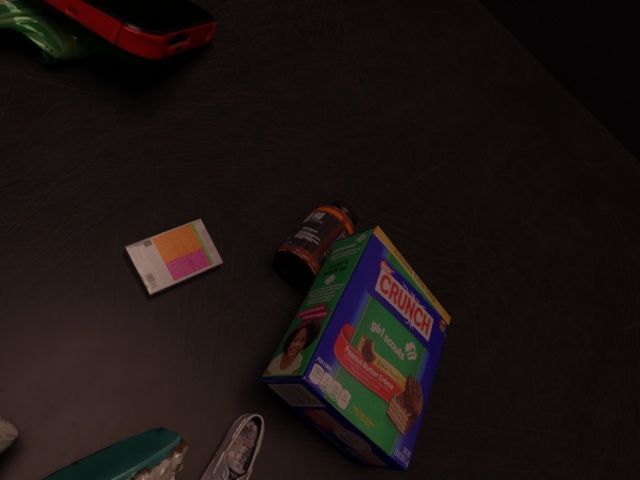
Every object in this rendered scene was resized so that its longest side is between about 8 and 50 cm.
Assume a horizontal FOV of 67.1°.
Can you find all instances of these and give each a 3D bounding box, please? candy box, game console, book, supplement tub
[{"bbox_3d":[0.084,0.183,0.845,0.268,0.122,0.317,48,48,-23],"label":"candy box"},{"bbox_3d":[-0.421,-0.502,1.006,0.342,0.060,0.386,27,30,-5],"label":"game console"},{"bbox_3d":[-0.261,0.030,0.867,0.144,0.035,0.096,-24,78,-35],"label":"book"},{"bbox_3d":[0.000,0.000,0.970,0.106,0.106,0.198,42,52,1],"label":"supplement tub"}]

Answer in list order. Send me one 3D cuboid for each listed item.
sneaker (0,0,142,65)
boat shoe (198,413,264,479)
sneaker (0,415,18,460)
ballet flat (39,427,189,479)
[{"bbox_3d":[-0.511,-0.402,0.964,0.295,0.109,0.123,9,94,-32],"label":"sneaker"},{"bbox_3d":[-0.133,0.347,0.724,0.066,0.063,0.184,36,52,-4],"label":"boat shoe"},{"bbox_3d":[-0.511,0.248,0.518,0.293,0.102,0.146,32,80,-38],"label":"sneaker"},{"bbox_3d":[-0.354,0.369,0.580,0.409,0.147,0.147,-16,70,-30],"label":"ballet flat"}]
